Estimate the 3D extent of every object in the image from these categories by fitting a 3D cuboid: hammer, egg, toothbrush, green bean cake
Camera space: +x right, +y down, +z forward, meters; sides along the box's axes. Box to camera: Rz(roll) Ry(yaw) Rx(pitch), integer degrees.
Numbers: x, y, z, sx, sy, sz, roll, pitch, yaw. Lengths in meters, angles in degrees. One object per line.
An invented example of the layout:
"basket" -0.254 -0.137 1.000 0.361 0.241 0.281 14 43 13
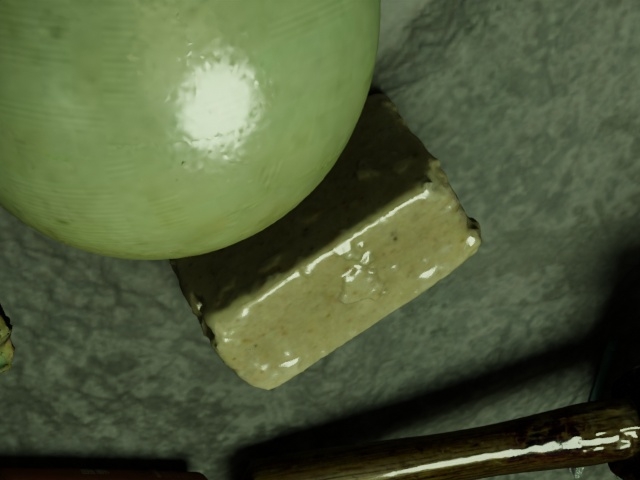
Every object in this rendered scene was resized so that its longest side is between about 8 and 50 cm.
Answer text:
"hammer" 0.132 0.158 0.946 0.408 0.095 0.242 -8 161 1
"egg" -0.082 -0.132 0.557 0.218 0.218 0.296 -12 119 -15
"toothbrush" 0.240 0.150 1.072 0.011 0.014 0.167 -3 128 -11
"green bean cake" 0.000 0.000 0.774 0.179 0.109 0.085 -32 134 3

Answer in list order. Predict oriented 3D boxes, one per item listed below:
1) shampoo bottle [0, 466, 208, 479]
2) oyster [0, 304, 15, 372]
"shampoo bottle" -0.195 0.200 0.869 0.244 0.085 0.085 10 122 -29
"oyster" -0.297 0.097 0.719 0.259 0.092 0.198 -34 141 17
